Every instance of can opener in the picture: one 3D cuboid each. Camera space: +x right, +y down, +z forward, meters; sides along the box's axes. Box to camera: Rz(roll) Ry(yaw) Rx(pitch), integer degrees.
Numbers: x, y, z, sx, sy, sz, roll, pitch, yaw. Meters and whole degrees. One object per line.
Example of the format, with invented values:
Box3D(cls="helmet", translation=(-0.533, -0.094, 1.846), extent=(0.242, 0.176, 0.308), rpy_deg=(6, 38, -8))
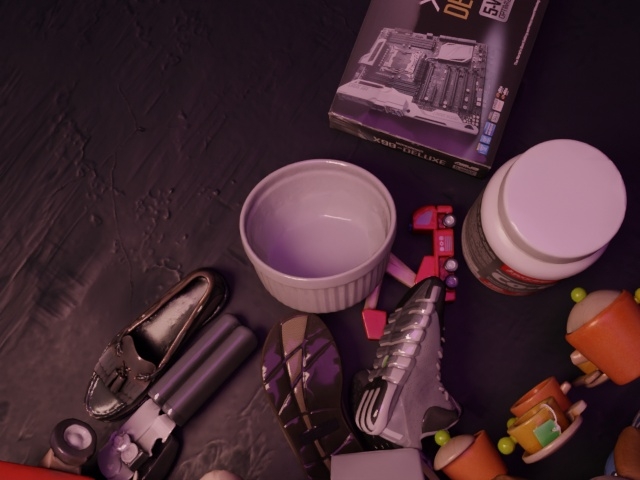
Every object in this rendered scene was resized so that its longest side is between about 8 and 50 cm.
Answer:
Box3D(cls="can opener", translation=(-0.194, 0.224, 1.129), extent=(0.074, 0.093, 0.280), rpy_deg=(33, 78, 40))

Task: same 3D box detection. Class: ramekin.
Box3D(cls="ramekin", translation=(0.000, 0.000, 1.105), extent=(0.207, 0.109, 0.207), rpy_deg=(-2, 52, 3))

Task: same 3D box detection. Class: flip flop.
Box3D(cls="flip flop", translation=(-0.005, 0.232, 1.119), extent=(0.112, 0.080, 0.277), rpy_deg=(-21, 95, -6))

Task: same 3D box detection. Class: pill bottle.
Box3D(cls="pill bottle", translation=(0.275, -0.022, 1.040), extent=(0.161, 0.283, 0.161), rpy_deg=(0, 80, 3))

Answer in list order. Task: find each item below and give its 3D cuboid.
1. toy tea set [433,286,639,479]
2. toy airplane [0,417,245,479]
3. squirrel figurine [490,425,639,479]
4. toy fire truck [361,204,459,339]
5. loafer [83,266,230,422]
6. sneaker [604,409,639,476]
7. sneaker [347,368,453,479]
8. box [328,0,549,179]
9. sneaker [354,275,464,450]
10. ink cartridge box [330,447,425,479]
Box3D(cls="toy tea set", translation=(0.274, 0.176, 1.023), extent=(0.336, 0.200, 0.124), rpy_deg=(-36, 79, -17))
Box3D(cls="toy airplane", translation=(-0.234, 0.422, 0.961), extent=(0.384, 0.272, 0.386), rpy_deg=(-4, 116, 15))
Box3D(cls="squirrel figurine", translation=(0.331, 0.472, 0.916), extent=(0.397, 0.281, 0.370), rpy_deg=(41, 126, 35))
Box3D(cls="toy fire truck", translation=(0.125, 0.045, 1.155), extent=(0.135, 0.047, 0.192), rpy_deg=(-1, 80, 3))
Box3D(cls="loafer", translation=(-0.237, 0.138, 1.134), extent=(0.096, 0.084, 0.267), rpy_deg=(40, 84, 8))
Box3D(cls="sneaker", translation=(0.427, 0.286, 1.096), extent=(0.053, 0.059, 0.144), rpy_deg=(27, 83, 4))
Box3D(cls="sneaker", translation=(0.127, 0.271, 1.116), extent=(0.097, 0.084, 0.234), rpy_deg=(-25, 77, -32))
Box3D(cls="box", translation=(0.176, -0.273, 1.192), extent=(0.242, 0.076, 0.307), rpy_deg=(20, 82, 6))
Box3D(cls="sneaker", translation=(0.141, 0.170, 1.077), extent=(0.132, 0.086, 0.228), rpy_deg=(33, 69, -15))
Box3D(cls="ink cartridge box", translation=(0.082, 0.421, 0.968), extent=(0.117, 0.201, 0.278), rpy_deg=(-6, 105, 3))
